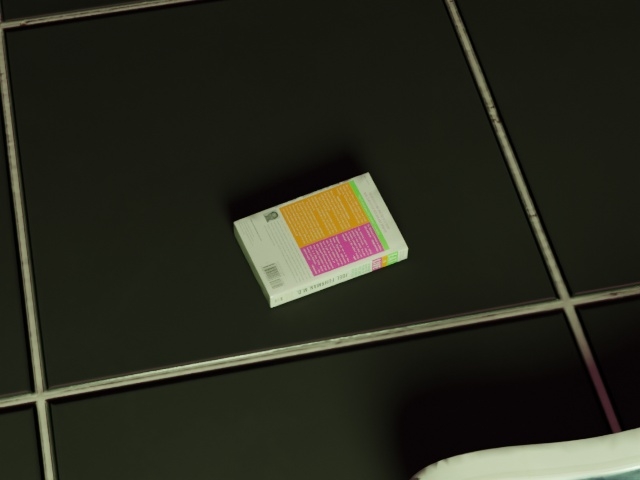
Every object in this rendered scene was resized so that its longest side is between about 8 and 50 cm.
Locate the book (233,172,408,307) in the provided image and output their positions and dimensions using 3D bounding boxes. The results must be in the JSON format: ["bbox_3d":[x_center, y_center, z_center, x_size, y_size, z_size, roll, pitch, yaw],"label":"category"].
[{"bbox_3d":[0.000,0.000,1.497,0.144,0.035,0.096,-19,56,-13],"label":"book"}]

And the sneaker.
[{"bbox_3d":[0.260,0.239,1.251,0.366,0.135,0.150,-10,59,3],"label":"sneaker"}]
